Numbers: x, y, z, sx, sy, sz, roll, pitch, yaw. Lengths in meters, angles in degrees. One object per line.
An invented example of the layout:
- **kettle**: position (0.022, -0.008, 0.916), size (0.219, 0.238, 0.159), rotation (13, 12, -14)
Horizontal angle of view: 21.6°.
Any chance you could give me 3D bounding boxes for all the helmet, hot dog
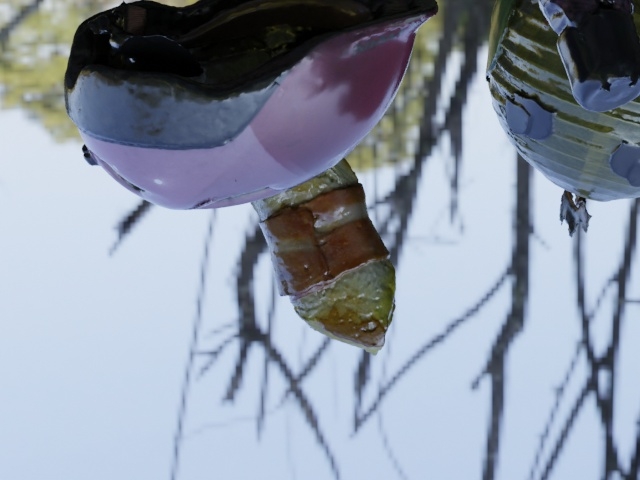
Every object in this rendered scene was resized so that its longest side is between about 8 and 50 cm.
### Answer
- **helmet**: position (-0.050, -0.101, 1.166), size (0.253, 0.154, 0.198), rotation (-4, -154, -11)
- **hot dog**: position (0.003, 0.000, 1.752), size (0.123, 0.261, 0.093), rotation (-18, 174, 1)

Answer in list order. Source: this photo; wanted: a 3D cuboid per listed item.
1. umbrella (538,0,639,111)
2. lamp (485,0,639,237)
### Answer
- **umbrella**: position (0.173, -0.239, 1.201), size (0.094, 0.326, 0.090), rotation (-16, 156, 5)
- **lamp**: position (0.261, -0.134, 1.531), size (0.250, 0.284, 0.250), rotation (15, -160, -5)
